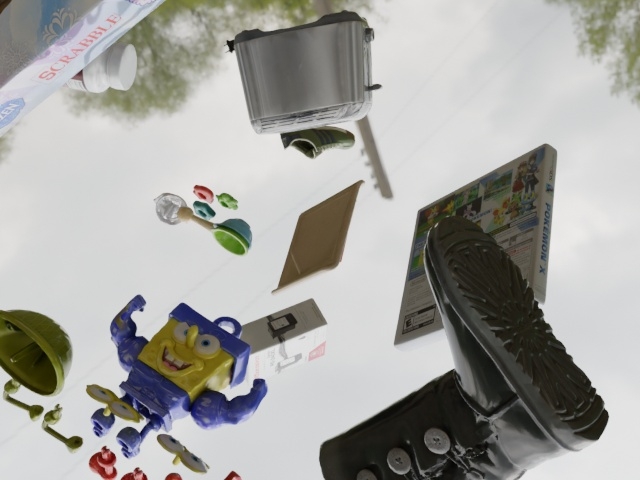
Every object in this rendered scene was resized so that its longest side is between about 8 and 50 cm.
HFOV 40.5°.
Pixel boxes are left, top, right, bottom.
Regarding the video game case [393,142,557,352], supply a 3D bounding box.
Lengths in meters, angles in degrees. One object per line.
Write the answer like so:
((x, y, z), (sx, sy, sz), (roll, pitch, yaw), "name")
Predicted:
((0.262, 0.019, 1.486), (0.329, 0.036, 0.300), (-29, -141, 49), "video game case")

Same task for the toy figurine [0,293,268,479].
((-0.189, 0.160, 1.019), (0.362, 0.191, 0.217), (29, -130, 22), "toy figurine")

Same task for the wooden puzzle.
((0.000, 0.000, 1.818), (0.221, 0.044, 0.239), (-26, -145, 50), "wooden puzzle")

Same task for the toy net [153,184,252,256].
((-0.211, -0.043, 1.433), (0.232, 0.122, 0.045), (12, -121, 36), "toy net")

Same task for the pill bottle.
((-0.339, -0.254, 1.206), (0.152, 0.086, 0.086), (10, -146, 6), "pill bottle")

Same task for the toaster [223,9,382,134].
((-0.027, -0.234, 1.237), (0.226, 0.147, 0.129), (-7, -175, 14), "toaster")

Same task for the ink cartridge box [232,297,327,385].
((-0.070, 0.174, 1.480), (0.150, 0.109, 0.063), (-20, -123, -18), "ink cartridge box")

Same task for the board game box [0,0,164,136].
((-0.315, -0.308, 0.873), (0.318, 0.319, 0.066), (-32, 164, 23), "board game box")

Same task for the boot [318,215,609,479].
((0.150, 0.232, 1.297), (0.146, 0.367, 0.445), (-10, 153, -43), "boot")

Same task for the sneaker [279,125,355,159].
((-0.008, -0.218, 1.966), (0.064, 0.192, 0.086), (-37, -133, 52), "sneaker")
